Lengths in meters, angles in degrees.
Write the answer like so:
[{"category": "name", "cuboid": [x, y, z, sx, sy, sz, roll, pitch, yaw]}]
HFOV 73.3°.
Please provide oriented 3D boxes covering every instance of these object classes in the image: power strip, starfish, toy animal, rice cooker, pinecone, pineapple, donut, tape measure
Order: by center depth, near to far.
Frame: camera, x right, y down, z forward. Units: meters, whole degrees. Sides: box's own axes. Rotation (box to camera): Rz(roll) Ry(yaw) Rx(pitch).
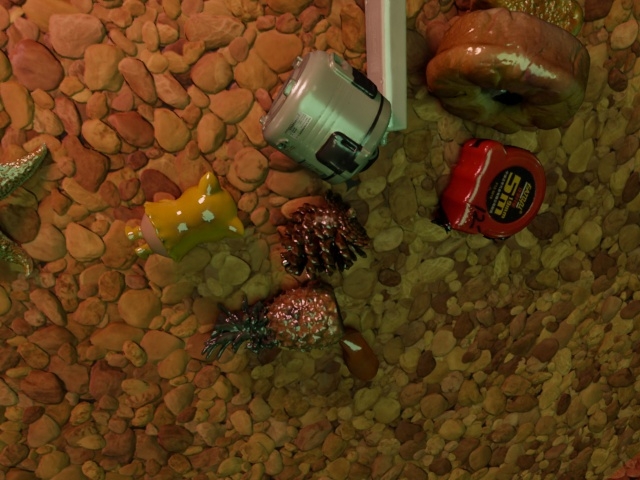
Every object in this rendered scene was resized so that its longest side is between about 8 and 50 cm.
[{"category": "starfish", "cuboid": [-0.710, -0.089, 0.810, 0.348, 0.078, 0.357, 0, 108, -13]}, {"category": "rice cooker", "cuboid": [0.019, -0.240, 0.873, 0.244, 0.226, 0.226, 33, 97, -22]}, {"category": "toy animal", "cuboid": [-0.287, -0.037, 0.905, 0.230, 0.156, 0.156, -26, 113, -2]}, {"category": "donut", "cuboid": [0.392, -0.346, 0.912, 0.317, 0.299, 0.150, 22, 88, -45]}, {"category": "power strip", "cuboid": [0.142, -0.373, 0.929, 0.058, 0.098, 0.337, -10, 111, -15]}, {"category": "pinecone", "cuboid": [-0.002, -0.001, 0.976, 0.213, 0.185, 0.168, -24, 128, 11]}, {"category": "pineapple", "cuboid": [-0.117, 0.205, 1.037, 0.341, 0.169, 0.169, -14, 111, -2]}, {"category": "tape measure", "cuboid": [0.435, -0.119, 1.089, 0.261, 0.114, 0.253, 13, 104, -23]}]

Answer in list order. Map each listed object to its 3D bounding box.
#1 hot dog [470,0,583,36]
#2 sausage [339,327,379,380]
[{"category": "hot dog", "cuboid": [0.428, -0.503, 0.935, 0.257, 0.153, 0.150, 30, 102, -20]}, {"category": "sausage", "cuboid": [0.100, 0.302, 1.155, 0.089, 0.089, 0.179, -30, 119, -4]}]
